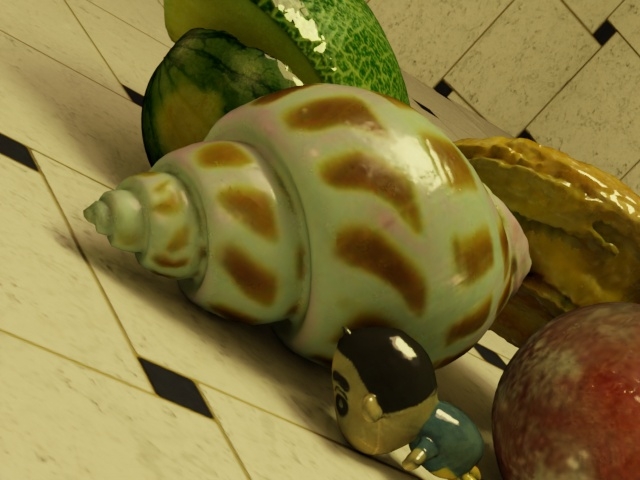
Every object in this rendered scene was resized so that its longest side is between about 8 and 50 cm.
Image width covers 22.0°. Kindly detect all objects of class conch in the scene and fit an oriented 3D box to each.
[{"bbox_3d":[0.001,0.000,1.320,0.368,0.249,0.197,9,23,-3],"label":"conch"}]

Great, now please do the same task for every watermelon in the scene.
[{"bbox_3d":[-0.075,-0.073,1.489,0.204,0.127,0.232,-8,-54,53],"label":"watermelon"}]

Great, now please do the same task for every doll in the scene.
[{"bbox_3d":[0.064,0.137,1.253,0.179,0.089,0.102,57,7,-16],"label":"doll"}]

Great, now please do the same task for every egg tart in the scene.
[{"bbox_3d":[0.201,0.023,1.520,0.294,0.123,0.294,27,-22,12],"label":"egg tart"}]

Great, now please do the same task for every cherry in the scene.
[{"bbox_3d":[0.259,0.160,1.375,0.236,0.213,0.285,-3,14,22],"label":"cherry"}]

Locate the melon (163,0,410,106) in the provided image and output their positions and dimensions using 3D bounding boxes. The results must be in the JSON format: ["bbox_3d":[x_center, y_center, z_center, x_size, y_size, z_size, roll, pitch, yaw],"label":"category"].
[{"bbox_3d":[-0.024,-0.157,1.599,0.343,0.226,0.331,83,0,-54],"label":"melon"}]
